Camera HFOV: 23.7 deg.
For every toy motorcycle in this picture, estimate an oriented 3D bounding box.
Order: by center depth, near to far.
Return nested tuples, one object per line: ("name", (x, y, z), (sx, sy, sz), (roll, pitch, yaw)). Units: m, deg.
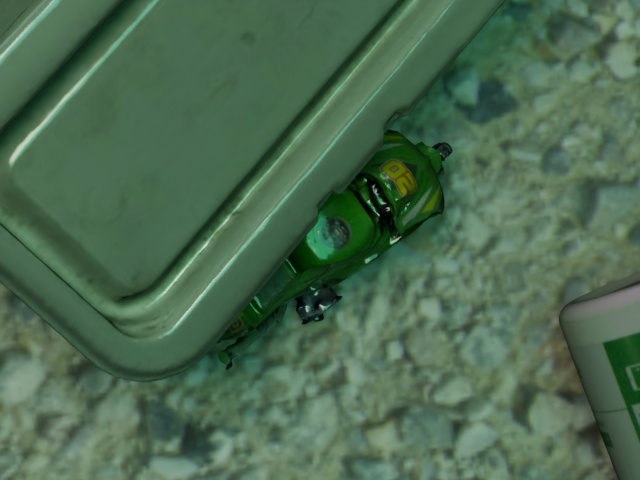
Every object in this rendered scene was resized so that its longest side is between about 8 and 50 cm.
("toy motorcycle", (0.000, 0.000, 0.807), (0.190, 0.106, 0.074), (-35, 90, -11))

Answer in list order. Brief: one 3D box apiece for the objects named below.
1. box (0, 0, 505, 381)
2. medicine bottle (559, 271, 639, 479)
("box", (-0.070, -0.110, 0.755), (0.312, 0.182, 0.175), (-49, 123, -9))
("medicine bottle", (0.235, 0.142, 0.815), (0.133, 0.133, 0.274), (-20, 87, -10))
